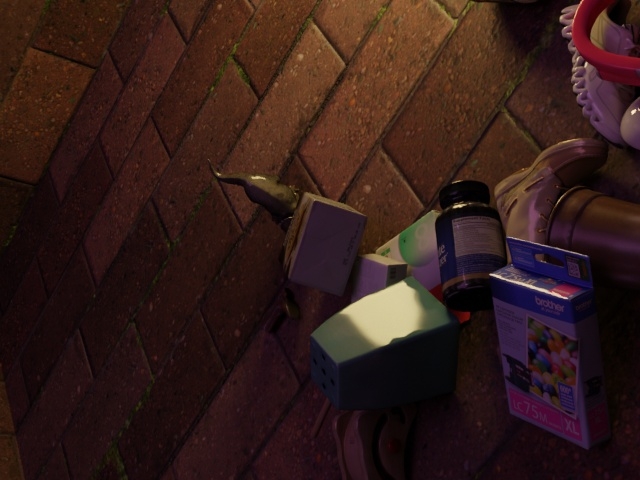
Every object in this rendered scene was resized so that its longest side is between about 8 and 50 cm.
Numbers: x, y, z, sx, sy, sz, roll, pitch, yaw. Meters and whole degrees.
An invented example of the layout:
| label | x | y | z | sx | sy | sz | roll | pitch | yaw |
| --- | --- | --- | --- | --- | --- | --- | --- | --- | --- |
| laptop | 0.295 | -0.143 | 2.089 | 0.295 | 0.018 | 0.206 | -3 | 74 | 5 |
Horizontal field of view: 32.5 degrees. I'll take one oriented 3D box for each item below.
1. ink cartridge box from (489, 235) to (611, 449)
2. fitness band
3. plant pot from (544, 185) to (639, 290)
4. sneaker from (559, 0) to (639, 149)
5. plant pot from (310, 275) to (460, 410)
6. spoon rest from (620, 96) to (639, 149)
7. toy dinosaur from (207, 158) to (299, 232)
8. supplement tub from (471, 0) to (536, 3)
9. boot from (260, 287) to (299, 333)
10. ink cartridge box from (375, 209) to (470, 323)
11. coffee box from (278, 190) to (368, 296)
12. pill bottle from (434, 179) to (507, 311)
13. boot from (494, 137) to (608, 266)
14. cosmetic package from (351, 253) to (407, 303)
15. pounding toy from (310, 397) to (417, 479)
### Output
| label | x | y | z | sx | sy | sz | roll | pitch | yaw |
| --- | --- | --- | --- | --- | --- | --- | --- | --- | --- |
| ink cartridge box | 0.358 | 0.158 | 1.732 | 0.185 | 0.065 | 0.311 | 19 | 124 | 55 |
| fitness band | 0.542 | -0.341 | 1.736 | 0.290 | 0.054 | 0.209 | 17 | 73 | 38 |
| plant pot | 0.463 | 0.008 | 1.704 | 0.165 | 0.167 | 0.167 | 13 | 88 | 48 |
| sneaker | 0.485 | -0.291 | 1.834 | 0.118 | 0.110 | 0.292 | -25 | 59 | 34 |
| plant pot | 0.106 | 0.203 | 1.990 | 0.165 | 0.234 | 0.166 | 45 | 145 | 48 |
| spoon rest | 0.572 | -0.164 | 1.668 | 0.137 | 0.084 | 0.276 | -38 | 33 | -11 |
| toy dinosaur | -0.110 | -0.103 | 2.485 | 0.121 | 0.313 | 0.160 | -46 | 12 | -4 |
| supplement tub | 0.336 | -0.524 | 2.084 | 0.199 | 0.144 | 0.144 | 19 | 93 | 55 |
| boot | -0.096 | 0.179 | 2.495 | 0.114 | 0.037 | 0.106 | -52 | 28 | 24 |
| ink cartridge box | 0.194 | 0.081 | 2.127 | 0.181 | 0.056 | 0.225 | -37 | 48 | 42 |
| coffee box | 0.000 | 0.000 | 2.261 | 0.297 | 0.118 | 0.168 | -137 | 65 | -82 |
| pill bottle | 0.271 | 0.008 | 1.986 | 0.123 | 0.122 | 0.219 | -31 | 53 | 44 |
| boot | 0.394 | -0.042 | 1.853 | 0.262 | 0.095 | 0.204 | -34 | 50 | 51 |
| cosmetic package | 0.110 | 0.152 | 2.154 | 0.099 | 0.060 | 0.239 | 17 | 105 | 47 |
| pounding toy | 0.087 | 0.371 | 2.095 | 0.155 | 0.154 | 0.270 | -13 | 86 | 51 |
